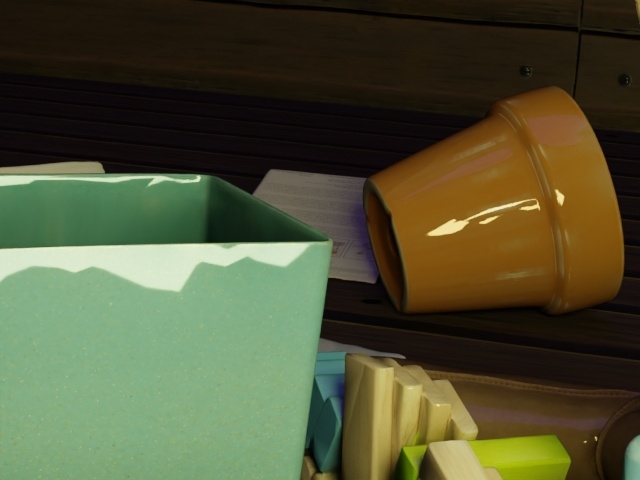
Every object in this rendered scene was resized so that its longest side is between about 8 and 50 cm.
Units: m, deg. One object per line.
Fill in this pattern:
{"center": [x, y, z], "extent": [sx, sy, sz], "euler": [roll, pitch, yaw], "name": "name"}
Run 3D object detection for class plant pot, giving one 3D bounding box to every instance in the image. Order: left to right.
{"center": [-0.107, 0.098, 0.807], "extent": [0.165, 0.234, 0.165], "euler": [-1, 13, -22], "name": "plant pot"}
{"center": [0.146, -0.018, 1.621], "extent": [0.188, 0.205, 0.205], "euler": [-15, 15, -10], "name": "plant pot"}

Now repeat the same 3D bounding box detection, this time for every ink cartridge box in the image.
{"center": [0.000, 0.000, 1.856], "extent": [0.181, 0.056, 0.225], "euler": [6, 30, 14], "name": "ink cartridge box"}

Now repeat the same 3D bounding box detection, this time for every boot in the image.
{"center": [0.122, 0.130, 1.117], "extent": [0.269, 0.089, 0.236], "euler": [7, 1, 18], "name": "boot"}

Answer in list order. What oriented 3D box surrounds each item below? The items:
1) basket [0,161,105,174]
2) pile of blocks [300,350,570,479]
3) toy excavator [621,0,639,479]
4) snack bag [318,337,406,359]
{"center": [-0.262, 0.003, 1.503], "extent": [0.167, 0.103, 0.113], "euler": [-7, -14, -45], "name": "basket"}
{"center": [0.056, 0.124, 0.946], "extent": [0.112, 0.149, 0.362], "euler": [-2, 12, -23], "name": "pile of blocks"}
{"center": [0.230, 0.027, 0.721], "extent": [0.222, 0.445, 0.433], "euler": [10, 13, 34], "name": "toy excavator"}
{"center": [-0.143, 0.100, 1.297], "extent": [0.342, 0.037, 0.323], "euler": [9, 13, 29], "name": "snack bag"}
